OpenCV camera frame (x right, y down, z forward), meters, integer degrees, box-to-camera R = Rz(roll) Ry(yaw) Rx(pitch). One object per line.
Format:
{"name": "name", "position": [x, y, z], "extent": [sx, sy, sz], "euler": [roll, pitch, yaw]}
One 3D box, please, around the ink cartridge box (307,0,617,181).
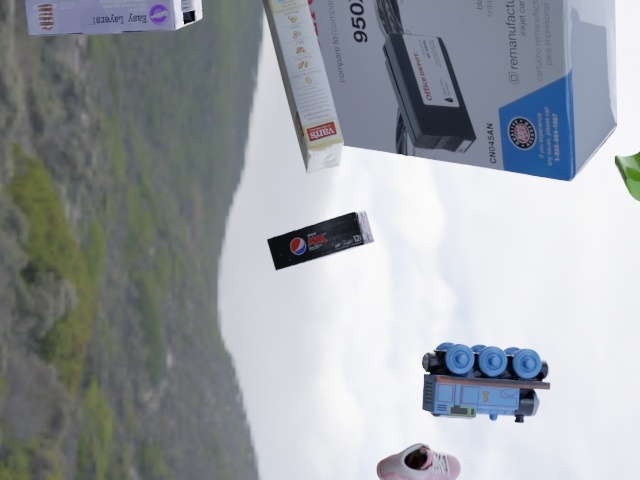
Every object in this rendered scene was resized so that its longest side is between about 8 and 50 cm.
{"name": "ink cartridge box", "position": [0.164, -0.258, 1.496], "extent": [0.166, 0.394, 0.286], "euler": [-43, 134, -43]}

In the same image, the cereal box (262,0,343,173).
{"name": "cereal box", "position": [-0.025, -0.204, 1.303], "extent": [0.173, 0.047, 0.240], "euler": [92, -15, -84]}

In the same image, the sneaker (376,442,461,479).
{"name": "sneaker", "position": [0.149, 0.307, 1.590], "extent": [0.070, 0.134, 0.051], "euler": [-42, -130, 50]}

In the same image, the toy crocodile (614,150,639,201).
{"name": "toy crocodile", "position": [0.388, -0.151, 1.059], "extent": [0.340, 0.105, 0.115], "euler": [122, -34, -54]}

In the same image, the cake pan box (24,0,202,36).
{"name": "cake pan box", "position": [-0.346, -0.397, 2.017], "extent": [0.246, 0.266, 0.070], "euler": [-69, 157, -72]}

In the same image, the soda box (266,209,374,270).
{"name": "soda box", "position": [0.000, 0.000, 1.926], "extent": [0.053, 0.168, 0.060], "euler": [-8, 81, -67]}

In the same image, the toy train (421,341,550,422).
{"name": "toy train", "position": [0.227, 0.197, 1.613], "extent": [0.080, 0.184, 0.105], "euler": [168, -74, -78]}
